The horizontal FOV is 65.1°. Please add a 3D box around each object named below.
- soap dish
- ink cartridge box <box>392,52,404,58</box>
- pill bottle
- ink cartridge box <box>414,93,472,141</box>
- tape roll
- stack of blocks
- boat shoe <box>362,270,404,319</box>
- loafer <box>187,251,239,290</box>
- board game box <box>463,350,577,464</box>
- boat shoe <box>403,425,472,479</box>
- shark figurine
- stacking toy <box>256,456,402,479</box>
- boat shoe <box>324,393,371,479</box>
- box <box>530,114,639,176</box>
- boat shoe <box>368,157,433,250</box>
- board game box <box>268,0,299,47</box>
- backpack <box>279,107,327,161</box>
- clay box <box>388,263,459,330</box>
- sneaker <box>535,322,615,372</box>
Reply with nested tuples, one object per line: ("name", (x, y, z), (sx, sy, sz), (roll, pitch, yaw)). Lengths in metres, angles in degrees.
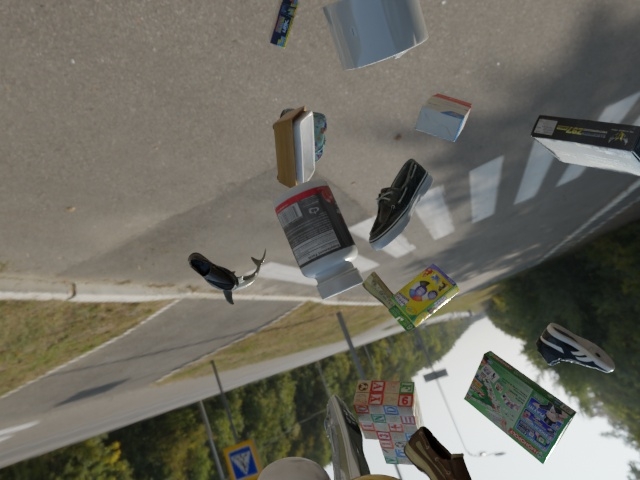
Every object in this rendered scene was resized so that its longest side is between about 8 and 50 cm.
("soap dish", (-0.103, -0.377, 2.030), (0.118, 0.291, 0.229), (3, -152, 12))
("ink cartridge box", (0.260, -0.775, 1.828), (0.153, 0.208, 0.087), (-40, 144, -3))
("pill bottle", (0.000, 0.000, 1.439), (0.176, 0.319, 0.176), (-23, 174, -3))
("ink cartridge box", (0.403, -0.404, 1.623), (0.231, 0.134, 0.078), (-47, 155, -55))
("tape roll", (0.144, -0.576, 1.320), (0.246, 0.169, 0.246), (-18, -157, 8))
("stack of blocks", (0.217, 0.550, 1.504), (0.171, 0.297, 0.087), (-5, -145, 20))
("boat shoe", (0.320, 0.259, 2.270), (0.089, 0.285, 0.104), (-51, -178, 3))
("loafer", (-0.415, 0.129, 1.915), (0.080, 0.220, 0.078), (-59, -174, 6))
("board game box", (0.645, 0.544, 1.658), (0.046, 0.317, 0.214), (-12, 126, -40))
("boat shoe", (0.307, 0.541, 1.177), (0.095, 0.257, 0.095), (18, 103, -48))
("shark figurine", (-0.318, 0.147, 2.049), (0.278, 0.166, 0.116), (-22, 163, -31))
("stacking toy", (0.106, 0.494, 0.777), (0.351, 0.479, 0.350), (-58, -174, 10))
("boat shoe", (0.060, 0.573, 1.369), (0.103, 0.320, 0.118), (-28, 134, 10))
("box", (0.629, -0.214, 1.142), (0.183, 0.059, 0.232), (18, -173, -41))
("boat shoe", (0.227, -0.118, 1.565), (0.121, 0.119, 0.335), (-20, -149, 57))
("board game box", (-0.108, -0.645, 1.452), (0.048, 0.170, 0.141), (15, 115, -15))
("backpack", (-0.085, -0.483, 2.369), (0.225, 0.254, 0.191), (3, -163, -20))
("clay box", (0.336, 0.190, 1.676), (0.222, 0.127, 0.053), (-38, 131, -4))
("sneaker", (0.773, 0.356, 1.549), (0.079, 0.216, 0.121), (-36, 155, -54))
